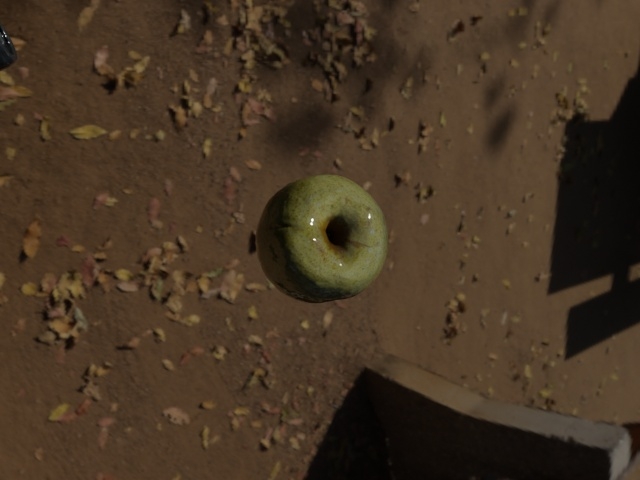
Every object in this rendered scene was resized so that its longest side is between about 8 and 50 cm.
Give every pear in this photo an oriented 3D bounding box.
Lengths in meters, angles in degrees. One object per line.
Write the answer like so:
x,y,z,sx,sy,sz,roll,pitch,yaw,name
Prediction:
0.000,0.000,0.957,0.167,0.136,0.167,1,88,-22,pear

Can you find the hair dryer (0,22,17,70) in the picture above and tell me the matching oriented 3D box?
-0.419,-0.241,0.916,0.128,0.255,0.070,-24,121,0,hair dryer
